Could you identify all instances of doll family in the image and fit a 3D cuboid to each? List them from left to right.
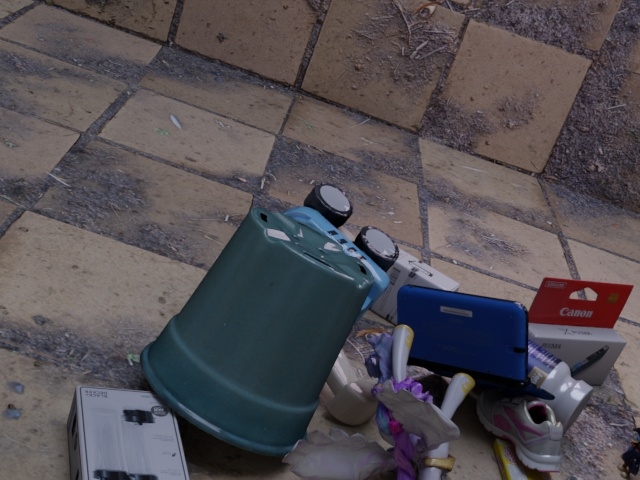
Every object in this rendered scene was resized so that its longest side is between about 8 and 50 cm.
[{"bbox_3d":[0.694,0.464,1.973,0.076,0.111,0.193,9,27,-23],"label":"doll family"}]

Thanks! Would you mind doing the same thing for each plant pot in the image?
[{"bbox_3d":[-0.094,0.143,1.655,0.341,0.334,0.341,28,12,-7],"label":"plant pot"}]

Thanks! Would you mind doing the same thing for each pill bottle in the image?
[{"bbox_3d":[0.455,0.303,2.059,0.265,0.153,0.153,33,28,25],"label":"pill bottle"}]

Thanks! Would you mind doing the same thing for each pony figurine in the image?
[{"bbox_3d":[0.149,0.334,1.641,0.351,0.303,0.363,40,35,-26],"label":"pony figurine"}]

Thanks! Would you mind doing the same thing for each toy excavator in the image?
[{"bbox_3d":[0.013,0.139,1.985,0.433,0.222,0.445,43,33,3],"label":"toy excavator"}]

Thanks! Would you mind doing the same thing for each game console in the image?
[{"bbox_3d":[0.323,0.212,1.927,0.293,0.250,0.173,8,16,36],"label":"game console"}]

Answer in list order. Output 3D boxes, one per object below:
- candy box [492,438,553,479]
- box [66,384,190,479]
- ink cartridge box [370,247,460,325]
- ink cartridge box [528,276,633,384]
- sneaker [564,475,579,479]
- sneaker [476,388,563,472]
[{"bbox_3d":[0.410,0.475,1.835,0.105,0.027,0.206,14,26,-9],"label":"candy box"},{"bbox_3d":[-0.303,0.358,1.457,0.169,0.087,0.290,9,28,-24],"label":"box"},{"bbox_3d":[0.210,0.125,2.230,0.203,0.148,0.086,32,26,19],"label":"ink cartridge box"},{"bbox_3d":[0.601,0.221,2.207,0.296,0.261,0.066,6,29,-29],"label":"ink cartridge box"},{"bbox_3d":[0.501,0.516,1.808,0.061,0.054,0.152,47,14,-12],"label":"sneaker"},{"bbox_3d":[0.417,0.364,1.905,0.103,0.111,0.252,9,17,-31],"label":"sneaker"}]
